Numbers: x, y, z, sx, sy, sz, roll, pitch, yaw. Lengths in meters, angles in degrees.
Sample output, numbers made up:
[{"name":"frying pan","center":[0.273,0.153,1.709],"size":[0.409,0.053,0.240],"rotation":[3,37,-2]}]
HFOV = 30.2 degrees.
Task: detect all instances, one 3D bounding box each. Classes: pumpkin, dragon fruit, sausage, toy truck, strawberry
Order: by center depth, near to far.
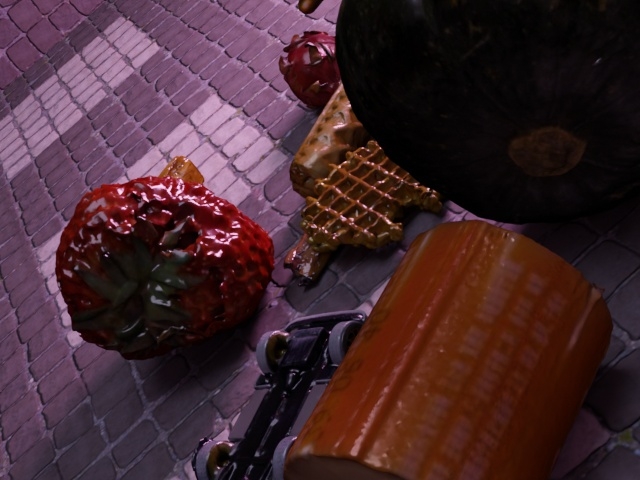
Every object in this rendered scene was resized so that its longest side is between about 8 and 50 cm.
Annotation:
[{"name":"sausage","center":[0.127,0.160,1.156],"size":[0.233,0.233,0.287],"rotation":[-4,43,48]},{"name":"toy truck","center":[-0.029,0.251,1.266],"size":[0.146,0.175,0.367],"rotation":[-9,42,42]},{"name":"pumpkin","center":[0.243,-0.227,1.352],"size":[0.454,0.454,0.344],"rotation":[-20,51,34]},{"name":"strawberry","center":[-0.225,0.026,1.760],"size":[0.351,0.312,0.267],"rotation":[-100,18,-72]},{"name":"dragon fruit","center":[-0.001,-0.290,2.057],"size":[0.166,0.136,0.133],"rotation":[51,126,36]}]

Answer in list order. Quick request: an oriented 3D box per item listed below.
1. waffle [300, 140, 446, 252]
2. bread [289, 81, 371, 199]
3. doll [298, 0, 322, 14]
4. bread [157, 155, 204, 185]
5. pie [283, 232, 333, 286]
[{"name":"waffle","center":[0.081,-0.068,1.686],"size":[0.231,0.051,0.229],"rotation":[-11,40,27]},{"name":"bread","center":[0.035,-0.174,1.880],"size":[0.098,0.087,0.269],"rotation":[0,49,46]},{"name":"doll","center":[0.140,-0.497,2.083],"size":[0.318,0.209,0.340],"rotation":[-19,37,40]},{"name":"bread","center":[-0.268,-0.089,2.144],"size":[0.053,0.074,0.132],"rotation":[9,56,41]},{"name":"pie","center":[0.000,0.000,1.733],"size":[0.092,0.034,0.170],"rotation":[3,51,47]}]
